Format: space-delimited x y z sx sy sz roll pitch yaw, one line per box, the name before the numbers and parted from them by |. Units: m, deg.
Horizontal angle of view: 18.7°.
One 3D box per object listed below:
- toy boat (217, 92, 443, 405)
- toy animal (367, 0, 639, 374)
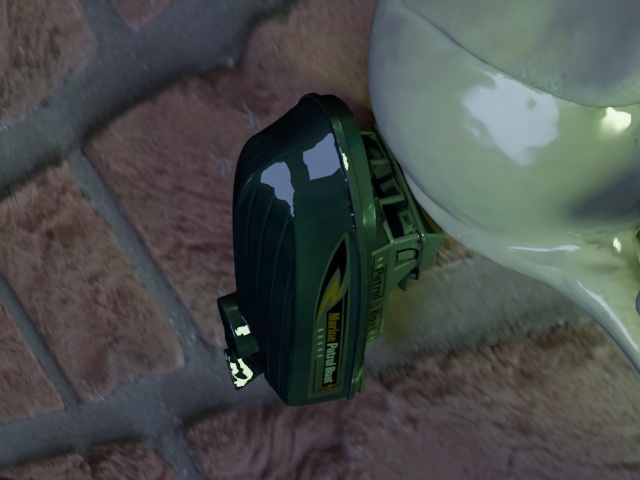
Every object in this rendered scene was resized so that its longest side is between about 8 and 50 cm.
toy boat | 0.003 0.000 1.169 0.296 0.122 0.114 99 150 -63
toy animal | 0.150 -0.040 0.859 0.289 0.174 0.249 6 123 53
